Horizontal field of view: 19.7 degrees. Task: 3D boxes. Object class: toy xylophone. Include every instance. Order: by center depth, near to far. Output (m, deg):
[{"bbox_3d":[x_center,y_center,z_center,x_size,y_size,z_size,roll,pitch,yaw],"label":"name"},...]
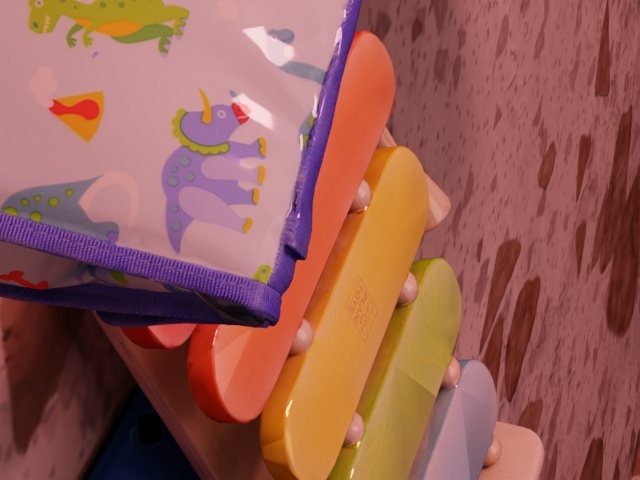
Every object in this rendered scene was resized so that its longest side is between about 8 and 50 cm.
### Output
[{"bbox_3d":[0.000,0.000,0.720,0.323,0.081,0.236,55,42,-43],"label":"toy xylophone"}]

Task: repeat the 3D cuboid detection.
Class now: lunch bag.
[{"bbox_3d":[-0.065,-0.051,0.462,0.096,0.151,0.129,49,52,-67],"label":"lunch bag"}]

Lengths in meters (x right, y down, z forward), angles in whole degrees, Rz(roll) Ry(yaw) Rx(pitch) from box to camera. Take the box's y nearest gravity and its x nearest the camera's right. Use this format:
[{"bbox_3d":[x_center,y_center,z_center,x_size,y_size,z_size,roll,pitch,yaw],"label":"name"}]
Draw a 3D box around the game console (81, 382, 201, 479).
[{"bbox_3d":[-0.069,0.205,0.794,0.250,0.173,0.293,-54,-174,47],"label":"game console"}]
